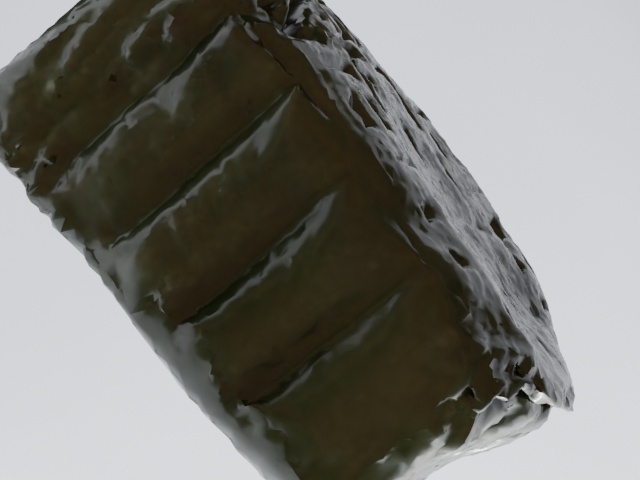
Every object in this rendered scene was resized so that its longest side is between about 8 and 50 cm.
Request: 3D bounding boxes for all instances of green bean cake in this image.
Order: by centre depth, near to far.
[{"bbox_3d":[0.000,0.000,0.474,0.125,0.222,0.227,-36,-100,11],"label":"green bean cake"}]
